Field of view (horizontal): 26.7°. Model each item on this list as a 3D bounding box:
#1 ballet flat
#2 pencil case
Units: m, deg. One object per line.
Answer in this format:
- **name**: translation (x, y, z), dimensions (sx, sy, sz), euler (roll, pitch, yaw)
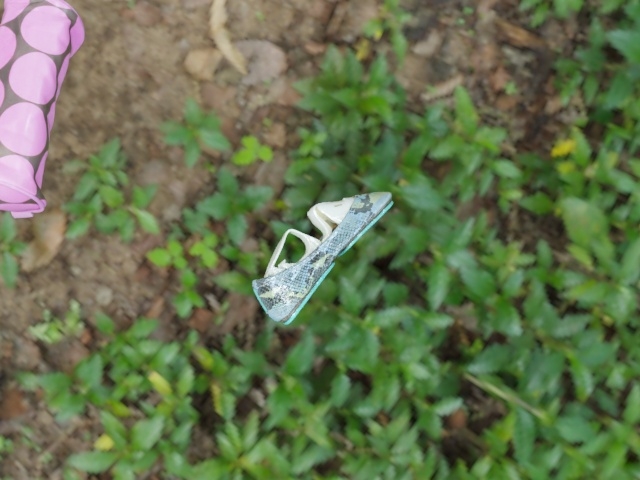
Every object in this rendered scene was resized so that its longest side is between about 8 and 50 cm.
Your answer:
- **ballet flat**: translation (0.000, 0.000, 1.364), dimensions (0.188, 0.070, 0.070), euler (-49, 139, -27)
- **pencil case**: translation (-0.284, -0.129, 1.297), dimensions (0.098, 0.095, 0.209), euler (48, 49, -61)
